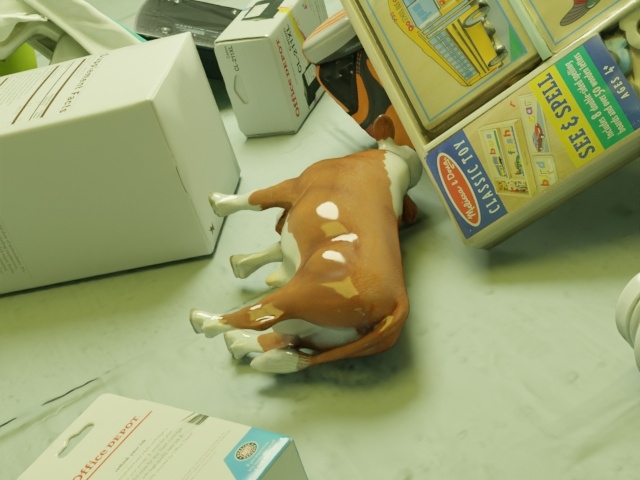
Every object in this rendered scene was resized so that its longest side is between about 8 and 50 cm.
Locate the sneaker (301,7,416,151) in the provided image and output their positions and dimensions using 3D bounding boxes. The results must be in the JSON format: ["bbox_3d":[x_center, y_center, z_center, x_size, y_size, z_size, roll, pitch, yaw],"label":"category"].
[{"bbox_3d":[0.149,-0.202,1.079,0.321,0.180,0.124,-25,20,38],"label":"sneaker"}]

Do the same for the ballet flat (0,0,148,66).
[{"bbox_3d":[-0.309,-0.233,1.255,0.139,0.400,0.139,-50,10,13],"label":"ballet flat"}]

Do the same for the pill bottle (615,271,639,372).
[{"bbox_3d":[0.252,0.077,0.670,0.087,0.087,0.160,-22,30,-6],"label":"pill bottle"}]

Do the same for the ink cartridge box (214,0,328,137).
[{"bbox_3d":[-0.047,-0.220,1.293,0.072,0.127,0.175,-1,35,23],"label":"ink cartridge box"}]

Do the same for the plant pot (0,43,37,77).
[{"bbox_3d":[-0.480,-0.189,1.362,0.227,0.207,0.228,-19,21,45],"label":"plant pot"}]

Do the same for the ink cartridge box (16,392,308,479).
[{"bbox_3d":[-0.108,0.172,0.740,0.180,0.060,0.104,7,39,37],"label":"ink cartridge box"}]

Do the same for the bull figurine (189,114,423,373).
[{"bbox_3d":[0.000,0.000,0.930,0.189,0.101,0.310,-17,27,11],"label":"bull figurine"}]

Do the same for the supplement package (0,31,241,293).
[{"bbox_3d":[-0.256,-0.076,1.118,0.293,0.177,0.175,-10,30,14],"label":"supplement package"}]

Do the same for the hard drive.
[{"bbox_3d":[-0.160,-0.272,1.443,0.172,0.054,0.254,10,23,-7],"label":"hard drive"}]

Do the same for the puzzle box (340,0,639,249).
[{"bbox_3d":[0.150,-0.232,0.922,0.272,0.408,0.052,-36,-22,26],"label":"puzzle box"}]
